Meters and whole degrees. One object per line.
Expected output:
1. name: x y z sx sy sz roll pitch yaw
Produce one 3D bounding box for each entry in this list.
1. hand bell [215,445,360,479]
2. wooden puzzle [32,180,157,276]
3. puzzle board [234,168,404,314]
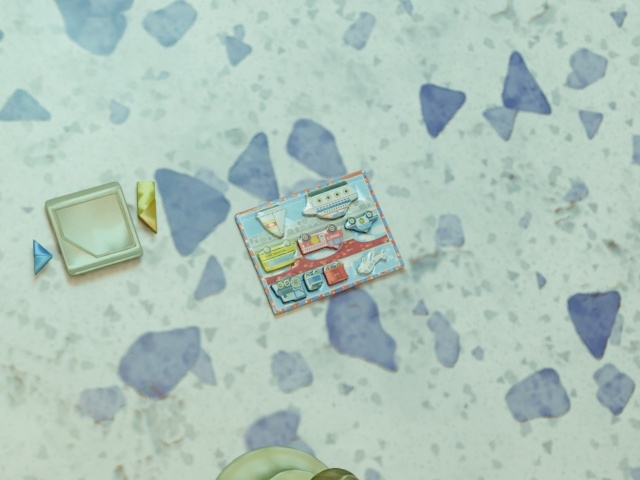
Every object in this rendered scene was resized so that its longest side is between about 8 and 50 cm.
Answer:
1. hand bell: -0.009 0.206 1.296 0.126 0.242 0.126 3 76 -13
2. wooden puzzle: -0.192 -0.010 1.432 0.116 0.014 0.078 -10 74 -16
3. puzzle board: 0.000 0.000 1.476 0.128 0.011 0.096 -20 81 -18
